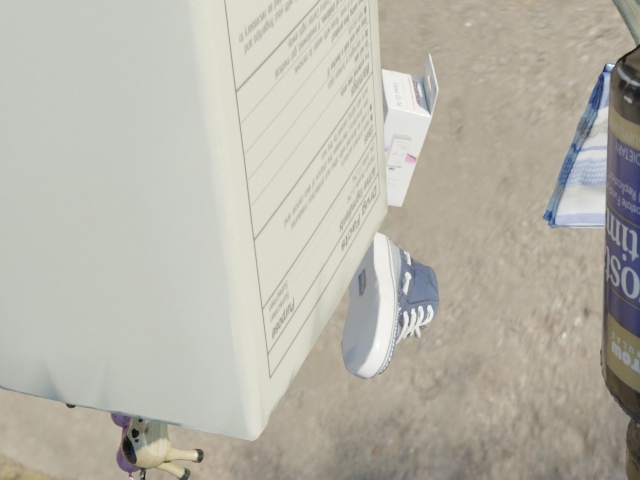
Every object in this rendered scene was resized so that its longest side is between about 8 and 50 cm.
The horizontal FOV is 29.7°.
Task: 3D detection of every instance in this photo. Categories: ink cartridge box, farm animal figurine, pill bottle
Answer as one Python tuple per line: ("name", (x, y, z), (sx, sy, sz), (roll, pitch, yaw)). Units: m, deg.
("ink cartridge box", (0.106, -0.162, 1.717), (0.067, 0.115, 0.198), (10, 125, -11))
("farm animal figurine", (-0.266, 0.157, 1.708), (0.330, 0.172, 0.327), (25, 88, 54))
("pill bottle", (0.194, 0.021, 0.564), (0.122, 0.123, 0.219), (3, 115, 16))

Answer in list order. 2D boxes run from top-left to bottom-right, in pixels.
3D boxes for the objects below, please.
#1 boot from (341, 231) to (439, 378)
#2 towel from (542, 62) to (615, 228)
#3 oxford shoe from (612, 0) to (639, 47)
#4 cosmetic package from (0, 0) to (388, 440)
("boot", (0.073, 0.068, 1.129), (0.086, 0.190, 0.069), (28, 125, -17))
("towel", (0.437, -0.118, 1.643), (0.209, 0.034, 0.285), (1, 136, -9))
("oxford shoe", (0.164, -0.312, 0.961), (0.397, 0.140, 0.146), (45, 116, 10))
("cosmetic package", (-0.055, -0.107, 0.396), (0.113, 0.160, 0.310), (9, 125, 18))
